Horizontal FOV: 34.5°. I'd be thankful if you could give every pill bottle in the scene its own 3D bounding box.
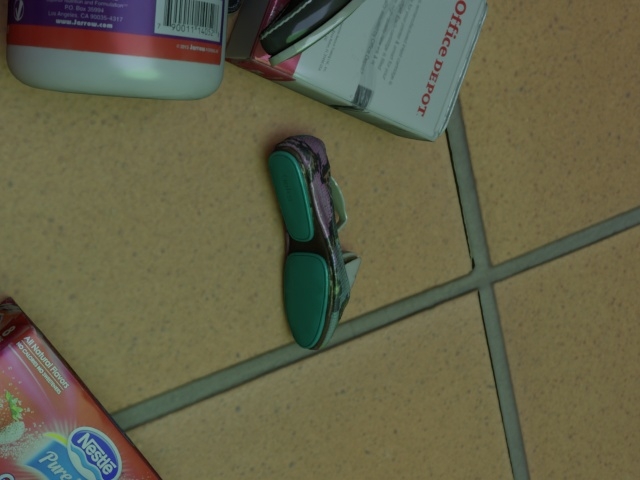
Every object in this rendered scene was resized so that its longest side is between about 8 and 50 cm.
[{"bbox_3d":[-0.160,-0.281,0.848,0.181,0.181,0.323,1,99,-26],"label":"pill bottle"}]

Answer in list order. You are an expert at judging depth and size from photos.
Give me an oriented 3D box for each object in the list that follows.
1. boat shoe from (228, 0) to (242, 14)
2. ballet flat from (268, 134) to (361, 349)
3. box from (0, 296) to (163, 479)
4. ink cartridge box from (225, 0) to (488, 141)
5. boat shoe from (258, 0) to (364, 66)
[{"bbox_3d":[-0.090,-0.275,0.964,0.046,0.038,0.125,-7,102,-25],"label":"boat shoe"},{"bbox_3d":[0.000,0.000,1.046,0.079,0.077,0.221,-21,109,-42],"label":"ballet flat"},{"bbox_3d":[-0.244,0.194,0.928,0.128,0.122,0.257,-39,113,-15],"label":"box"},{"bbox_3d":[0.037,-0.207,1.009,0.218,0.092,0.158,20,90,-26],"label":"ink cartridge box"},{"bbox_3d":[0.020,-0.243,0.902,0.228,0.081,0.068,-46,111,-20],"label":"boat shoe"}]
